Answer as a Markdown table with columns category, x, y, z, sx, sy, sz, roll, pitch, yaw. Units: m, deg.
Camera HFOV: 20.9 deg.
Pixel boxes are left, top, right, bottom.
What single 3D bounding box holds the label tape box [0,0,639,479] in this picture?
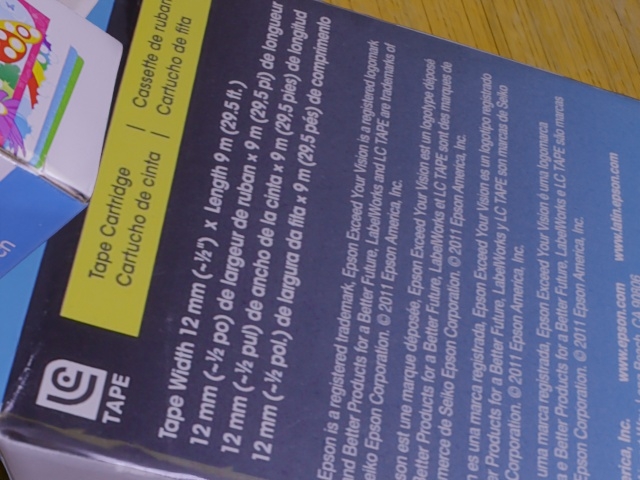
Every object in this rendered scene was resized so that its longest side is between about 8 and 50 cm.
| category | x | y | z | sx | sy | sz | roll | pitch | yaw |
| --- | --- | --- | --- | --- | --- | --- | --- | --- | --- |
| label tape box | -0.003 | 0.030 | 0.654 | 0.347 | 0.115 | 0.249 | 15 | 45 | -8 |

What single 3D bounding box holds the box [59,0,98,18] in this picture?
| category | x | y | z | sx | sy | sz | roll | pitch | yaw |
| --- | --- | --- | --- | --- | --- | --- | --- | --- | --- |
| box | -0.160 | -0.100 | 0.517 | 0.127 | 0.148 | 0.232 | 32 | 19 | -26 |

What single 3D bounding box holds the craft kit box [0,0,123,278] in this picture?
| category | x | y | z | sx | sy | sz | roll | pitch | yaw |
| --- | --- | --- | --- | --- | --- | --- | --- | --- | --- |
| craft kit box | -0.214 | -0.026 | 0.369 | 0.246 | 0.250 | 0.061 | 32 | 41 | -29 |
